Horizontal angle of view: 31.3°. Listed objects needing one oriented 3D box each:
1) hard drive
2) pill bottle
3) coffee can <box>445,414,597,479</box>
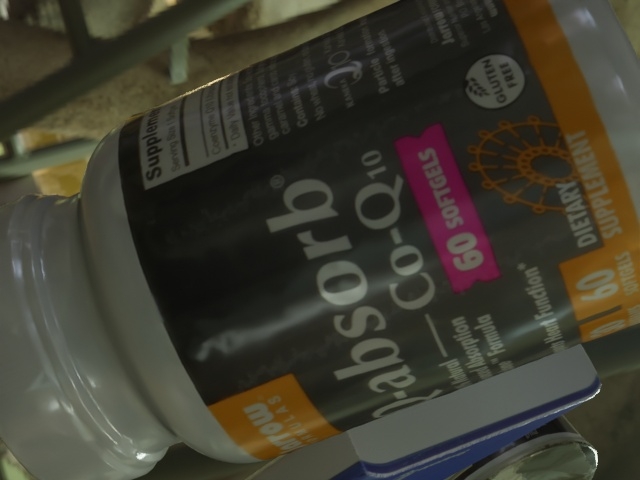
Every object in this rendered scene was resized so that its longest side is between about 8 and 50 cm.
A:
[{"bbox_3d":[0.001,0.165,0.729,0.319,0.210,0.040,-41,-112,42],"label":"hard drive"},{"bbox_3d":[0.000,0.000,0.484,0.162,0.278,0.162,-23,90,-82],"label":"pill bottle"},{"bbox_3d":[0.098,0.158,1.088,0.275,0.201,0.201,53,-26,36],"label":"coffee can"}]
